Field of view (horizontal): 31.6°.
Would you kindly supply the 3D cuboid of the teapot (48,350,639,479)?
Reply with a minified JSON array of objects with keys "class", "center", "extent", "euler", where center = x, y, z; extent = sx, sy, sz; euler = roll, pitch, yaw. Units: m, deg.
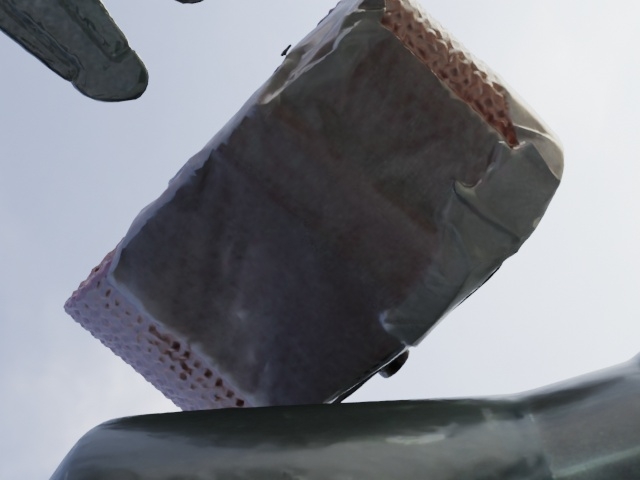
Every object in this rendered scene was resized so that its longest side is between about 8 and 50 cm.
[{"class":"teapot","center":[0.041,0.123,0.347],"extent":[0.225,0.171,0.203],"euler":[-18,-48,6]}]

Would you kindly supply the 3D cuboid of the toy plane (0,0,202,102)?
[{"class":"toy plane","center":[-0.161,-0.150,0.333],"extent":[0.088,0.267,0.212],"euler":[172,100,-86]}]

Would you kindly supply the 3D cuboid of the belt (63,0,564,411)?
[{"class":"belt","center":[0.000,0.000,0.451],"extent":[0.201,0.124,0.128],"euler":[-42,10,33]}]
